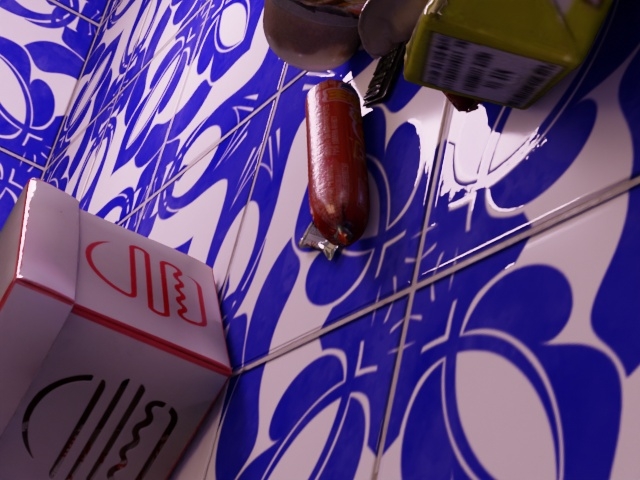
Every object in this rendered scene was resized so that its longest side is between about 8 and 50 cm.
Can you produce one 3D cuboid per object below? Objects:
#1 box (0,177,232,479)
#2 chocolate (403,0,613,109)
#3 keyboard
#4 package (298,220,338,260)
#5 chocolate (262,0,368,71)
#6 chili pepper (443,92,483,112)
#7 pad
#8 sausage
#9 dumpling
[{"bbox_3d":[-0.324,0.159,1.611,0.314,0.300,0.312,-58,22,17],"label":"box"},{"bbox_3d":[0.194,-0.265,1.060,0.288,0.137,0.301,-64,-2,-1],"label":"chocolate"},{"bbox_3d":[0.098,-0.260,1.531,0.074,0.015,0.196,-5,61,65],"label":"keyboard"},{"bbox_3d":[0.000,0.000,1.460,0.037,0.015,0.110,-65,21,-1],"label":"package"},{"bbox_3d":[0.002,-0.298,1.624,0.221,0.221,0.147,-95,9,-51],"label":"chocolate"},{"bbox_3d":[0.144,-0.191,1.291,0.123,0.071,0.073,-111,22,-58],"label":"chili pepper"},{"bbox_3d":[-0.173,0.278,1.550,0.156,0.004,0.232,-32,38,53],"label":"pad"},{"bbox_3d":[0.019,-0.085,1.435,0.074,0.074,0.274,-48,27,33],"label":"sausage"},{"bbox_3d":[0.161,-0.319,1.258,0.332,0.166,0.086,-48,69,5],"label":"dumpling"}]
